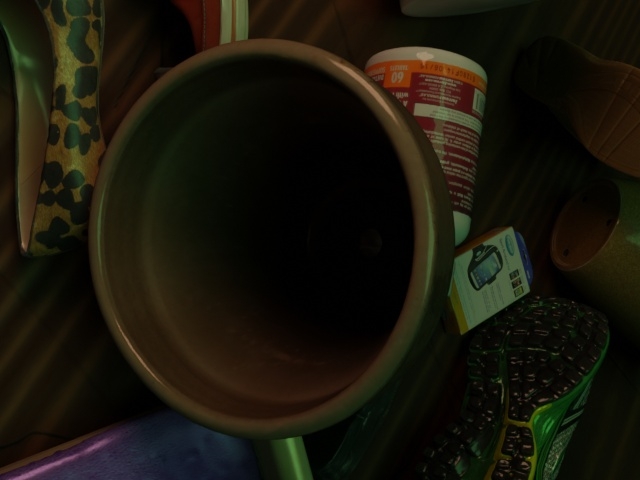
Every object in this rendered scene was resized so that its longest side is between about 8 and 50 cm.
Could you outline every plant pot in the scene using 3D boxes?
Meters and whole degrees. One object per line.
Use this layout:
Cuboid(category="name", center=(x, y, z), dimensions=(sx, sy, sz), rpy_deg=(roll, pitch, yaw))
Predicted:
Cuboid(category="plant pot", center=(0.000, 0.000, 0.629), dimensions=(0.229, 0.263, 0.262), rpy_deg=(3, 87, -62))
Cuboid(category="plant pot", center=(0.407, 0.032, 0.975), dimensions=(0.254, 0.237, 0.237), rpy_deg=(25, 75, -16))

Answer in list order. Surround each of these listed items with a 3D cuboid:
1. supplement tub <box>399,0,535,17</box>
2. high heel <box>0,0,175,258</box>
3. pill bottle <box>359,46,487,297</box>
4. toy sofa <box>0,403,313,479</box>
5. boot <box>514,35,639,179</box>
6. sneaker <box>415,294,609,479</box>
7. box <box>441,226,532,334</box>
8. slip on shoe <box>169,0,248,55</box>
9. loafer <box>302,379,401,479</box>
Cuboid(category="supplement tub", center=(0.148, -0.388, 0.773), dimensions=(0.228, 0.228, 0.316), rpy_deg=(-12, 96, -35))
Cuboid(category="high heel", center=(-0.228, -0.119, 0.589), dimensions=(0.261, 0.093, 0.186), rpy_deg=(43, 70, -27))
Cuboid(category="pill bottle", center=(0.088, -0.061, 0.789), dimensions=(0.121, 0.121, 0.221), rpy_deg=(13, 82, -35))
Cuboid(category="toy sofa", center=(-0.163, 0.219, 0.567), dimensions=(0.363, 0.177, 0.150), rpy_deg=(-16, 92, -34))
Cuboid(category="boot", center=(0.353, -0.119, 0.918), dimensions=(0.203, 0.262, 0.095), rpy_deg=(23, 109, -36))
Cuboid(category="sneaker", center=(0.207, 0.197, 0.887), dimensions=(0.343, 0.134, 0.146), rpy_deg=(-51, 141, -29))
Cuboid(category="box", center=(0.181, 0.040, 0.913), dimensions=(0.136, 0.028, 0.081), rpy_deg=(-25, 103, -36))
Cuboid(category="slip on shoe", center=(-0.128, -0.272, 0.657), dimensions=(0.101, 0.123, 0.331), rpy_deg=(-16, 99, -11))
Cuboid(category="loafer", center=(0.037, 0.158, 0.796), dimensions=(0.170, 0.062, 0.061), rpy_deg=(-52, 139, -21))
